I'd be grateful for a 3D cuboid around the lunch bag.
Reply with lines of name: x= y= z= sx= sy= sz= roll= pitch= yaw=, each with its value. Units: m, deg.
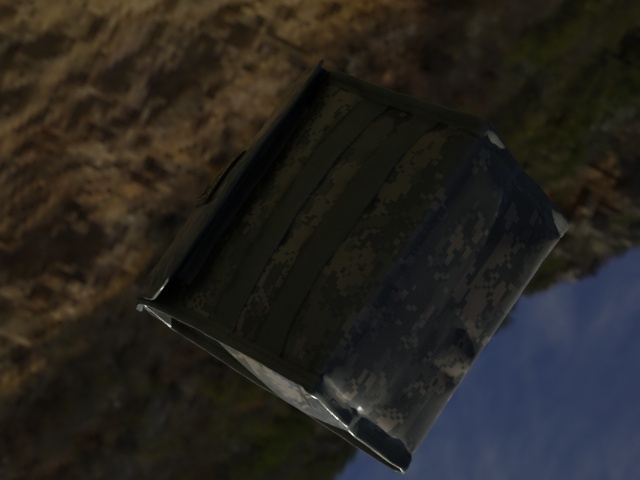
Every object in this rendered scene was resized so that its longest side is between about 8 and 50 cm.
lunch bag: x=0.000 y=0.000 z=1.294 sx=0.287 sy=0.169 sz=0.235 roll=25 pitch=-105 yaw=47
